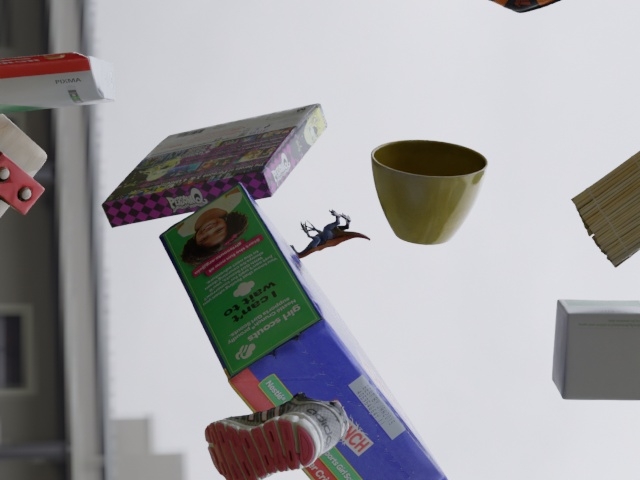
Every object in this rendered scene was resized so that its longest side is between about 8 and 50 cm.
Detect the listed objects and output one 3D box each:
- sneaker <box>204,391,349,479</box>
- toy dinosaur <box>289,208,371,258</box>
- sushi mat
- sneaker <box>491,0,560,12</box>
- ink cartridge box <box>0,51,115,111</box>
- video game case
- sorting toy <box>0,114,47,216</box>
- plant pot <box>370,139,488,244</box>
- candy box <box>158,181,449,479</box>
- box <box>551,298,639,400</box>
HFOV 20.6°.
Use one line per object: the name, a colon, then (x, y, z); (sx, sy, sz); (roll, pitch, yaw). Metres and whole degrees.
sneaker: (-0.036, 0.172, 1.548); (0.170, 0.075, 0.063); (-19, -87, 52)
toy dinosaur: (0.000, 0.000, 2.129); (0.090, 0.047, 0.082); (44, -71, 28)
sushi mat: (0.443, -0.100, 2.069); (0.316, 0.019, 0.151); (-37, -145, 8)
sneaker: (0.286, -0.390, 1.956); (0.321, 0.180, 0.124); (-50, -173, 10)
ink cartridge box: (-0.336, -0.173, 1.964); (0.225, 0.181, 0.056); (-54, 139, -85)
video game case: (-0.129, -0.095, 2.203); (0.232, 0.210, 0.042); (-10, -67, 25)
sorting toy: (-0.489, -0.069, 2.231); (0.089, 0.255, 0.257); (30, -101, 44)
plant pot: (0.121, -0.051, 2.021); (0.134, 0.134, 0.095); (-137, -133, -58)
candy box: (-0.023, 0.123, 1.864); (0.268, 0.122, 0.317); (54, 0, -32)
box: (0.315, 0.121, 1.966); (0.087, 0.101, 0.102); (-92, -177, -79)
